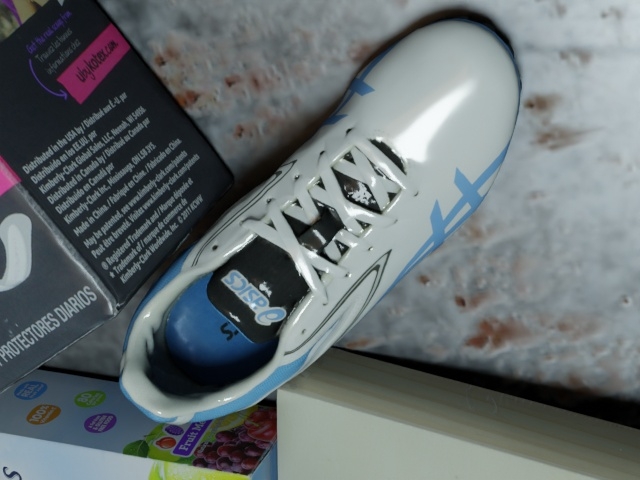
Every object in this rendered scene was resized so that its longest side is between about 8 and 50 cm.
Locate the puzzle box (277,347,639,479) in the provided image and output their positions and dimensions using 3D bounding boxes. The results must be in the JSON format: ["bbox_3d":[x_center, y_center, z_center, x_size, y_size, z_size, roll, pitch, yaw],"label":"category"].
[{"bbox_3d":[0.106,0.270,0.700,0.272,0.052,0.409,13,118,25],"label":"puzzle box"}]

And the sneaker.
[{"bbox_3d":[0.000,0.000,0.609,0.085,0.086,0.237,43,110,-3],"label":"sneaker"}]

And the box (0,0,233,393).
[{"bbox_3d":[-0.198,-0.065,0.620,0.165,0.143,0.270,-34,100,28],"label":"box"}]

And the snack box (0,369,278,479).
[{"bbox_3d":[-0.118,0.165,0.745,0.207,0.070,0.174,7,117,18],"label":"snack box"}]
